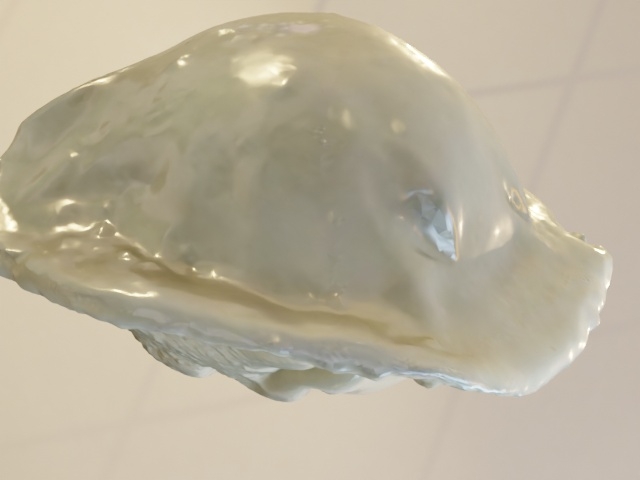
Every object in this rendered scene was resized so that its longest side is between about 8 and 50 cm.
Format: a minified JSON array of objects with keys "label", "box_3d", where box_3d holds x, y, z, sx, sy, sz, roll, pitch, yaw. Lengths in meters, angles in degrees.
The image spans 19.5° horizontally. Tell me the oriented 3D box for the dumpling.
[{"label":"dumpling","box_3d":[-0.002,0.003,0.555,0.155,0.181,0.111,41,-27,48]}]
